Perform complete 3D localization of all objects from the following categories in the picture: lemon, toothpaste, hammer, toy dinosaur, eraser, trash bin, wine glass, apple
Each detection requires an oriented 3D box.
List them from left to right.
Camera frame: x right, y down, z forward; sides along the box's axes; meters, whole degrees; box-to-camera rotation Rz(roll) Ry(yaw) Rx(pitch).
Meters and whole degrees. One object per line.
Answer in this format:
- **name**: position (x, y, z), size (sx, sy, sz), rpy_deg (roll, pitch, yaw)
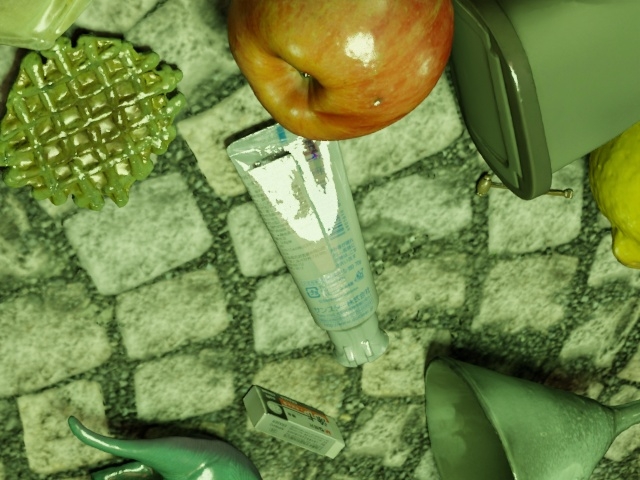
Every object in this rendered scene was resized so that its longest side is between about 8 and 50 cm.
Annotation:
- **toy dinosaur**: position (-0.081, 0.265, 1.709), size (0.331, 0.129, 0.383), rpy_deg (-27, 129, -14)
- **eraser**: position (-0.030, 0.207, 1.697), size (0.122, 0.052, 0.029), rpy_deg (26, 113, -33)
- **toothpaste**: position (0.000, 0.000, 1.557), size (0.114, 0.073, 0.299), rpy_deg (-22, 122, -3)
- **apple**: position (0.013, -0.187, 1.334), size (0.164, 0.209, 0.209), rpy_deg (-57, 135, -27)
- **hammer**: position (0.225, -0.055, 1.628), size (0.123, 0.014, 0.029), rpy_deg (5, 131, -25)
- **trash bin**: position (0.247, -0.202, 1.408), size (0.250, 0.219, 0.220), rpy_deg (-26, 132, -9)
- **wine glass**: position (0.351, 0.203, 1.720), size (0.406, 0.267, 0.267), rpy_deg (-17, 128, -13)
- **lemon**: position (0.403, -0.086, 1.538), size (0.233, 0.233, 0.288), rpy_deg (30, 106, -34)

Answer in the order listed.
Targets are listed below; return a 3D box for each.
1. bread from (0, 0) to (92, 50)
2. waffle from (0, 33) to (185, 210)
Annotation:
- **bread**: position (-0.284, -0.244, 1.165), size (0.210, 0.192, 0.110), rpy_deg (7, 124, -44)
- **waffle**: position (-0.218, -0.110, 1.409), size (0.169, 0.036, 0.183), rpy_deg (12, 120, -29)
